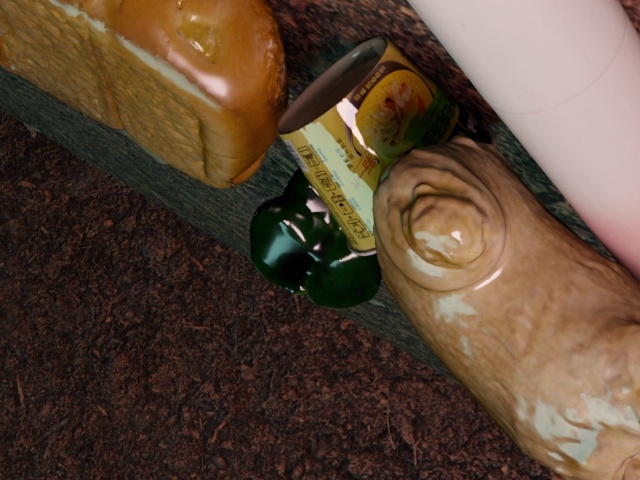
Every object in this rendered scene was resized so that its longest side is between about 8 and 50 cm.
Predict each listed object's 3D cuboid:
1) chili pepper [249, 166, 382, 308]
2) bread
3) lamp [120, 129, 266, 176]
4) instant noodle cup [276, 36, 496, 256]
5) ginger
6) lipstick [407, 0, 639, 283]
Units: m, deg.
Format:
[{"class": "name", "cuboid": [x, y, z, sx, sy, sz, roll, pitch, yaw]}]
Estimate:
[{"class": "chili pepper", "cuboid": [0.000, 0.000, 1.308, 0.174, 0.165, 0.261, 15, 167, 1]}, {"class": "bread", "cuboid": [-0.167, -0.195, 0.944, 0.328, 0.148, 0.337, 29, 169, 3]}, {"class": "lamp", "cuboid": [-0.161, -0.143, 1.277, 0.215, 0.121, 0.121, 28, 177, -43]}, {"class": "instant noodle cup", "cuboid": [0.046, -0.079, 0.819, 0.122, 0.151, 0.151, 47, 167, -22]}, {"class": "ginger", "cuboid": [0.128, 0.039, 0.658, 0.276, 0.130, 0.221, 41, 172, 45]}, {"class": "lipstick", "cuboid": [0.148, -0.083, 0.586, 0.087, 0.087, 0.327, 23, 166, 49]}]
